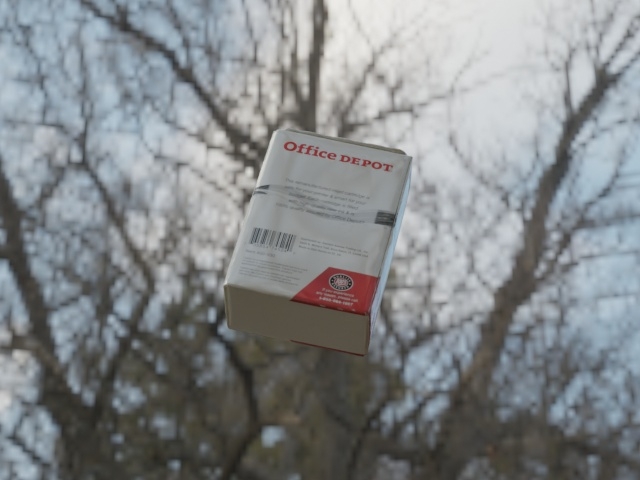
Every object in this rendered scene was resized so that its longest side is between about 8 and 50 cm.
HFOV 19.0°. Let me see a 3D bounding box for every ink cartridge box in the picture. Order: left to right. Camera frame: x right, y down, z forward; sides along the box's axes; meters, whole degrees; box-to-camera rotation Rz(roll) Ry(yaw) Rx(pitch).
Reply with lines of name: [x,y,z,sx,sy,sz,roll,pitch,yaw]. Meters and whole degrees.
ink cartridge box: [0.000,0.000,1.277,0.099,0.135,0.056,12,-35,8]
